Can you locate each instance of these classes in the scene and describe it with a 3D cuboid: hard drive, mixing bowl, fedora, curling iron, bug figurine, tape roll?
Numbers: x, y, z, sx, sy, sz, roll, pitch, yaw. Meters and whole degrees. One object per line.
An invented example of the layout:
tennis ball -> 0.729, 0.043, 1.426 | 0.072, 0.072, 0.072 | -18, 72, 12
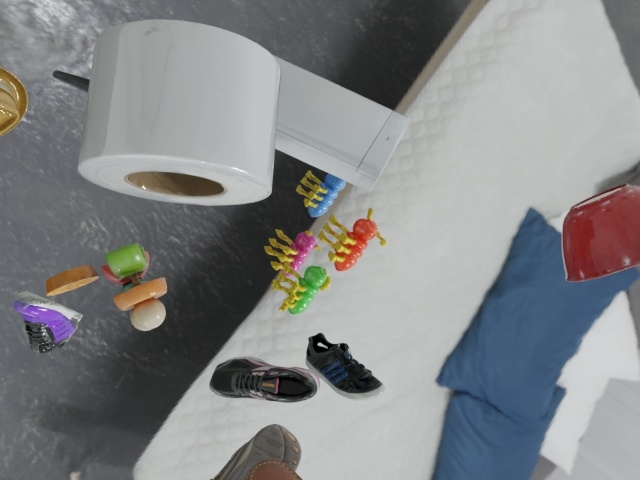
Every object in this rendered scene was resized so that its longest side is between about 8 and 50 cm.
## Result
hard drive -> -0.039, -0.222, 1.153 | 0.233, 0.353, 0.047 | -59, 172, -52
mixing bowl -> 0.424, -0.020, 0.992 | 0.181, 0.181, 0.098 | -24, 88, -29
fedora -> -0.687, -0.264, 1.396 | 0.194, 0.079, 0.194 | -30, 146, -23
curling iron -> -0.440, -0.298, 1.366 | 0.068, 0.274, 0.035 | -16, 129, -57
bug figurine -> 0.000, 0.000, 1.080 | 0.072, 0.279, 0.216 | 30, 107, -24
tape roll -> -0.178, -0.152, 0.887 | 0.246, 0.246, 0.169 | 15, 75, -45

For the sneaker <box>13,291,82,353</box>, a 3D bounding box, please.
sneaker -> -0.765, 0.241, 1.894 | 0.293, 0.102, 0.146 | 69, 41, -71

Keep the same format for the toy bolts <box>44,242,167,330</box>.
toy bolts -> -0.399, 0.117, 1.347 | 0.218, 0.228, 0.158 | -22, 87, -4

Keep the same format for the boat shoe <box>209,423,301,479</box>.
boat shoe -> -0.168, 0.510, 1.299 | 0.355, 0.132, 0.130 | -44, -178, -39

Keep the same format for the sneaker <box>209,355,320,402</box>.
sneaker -> -0.087, 0.223, 1.086 | 0.178, 0.077, 0.071 | 1, 84, -4

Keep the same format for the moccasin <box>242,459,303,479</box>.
moccasin -> 0.002, 0.438, 0.899 | 0.139, 0.380, 0.147 | -3, 125, -27

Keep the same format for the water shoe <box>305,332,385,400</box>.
water shoe -> 0.039, 0.244, 1.331 | 0.073, 0.203, 0.080 | -21, 117, -39
